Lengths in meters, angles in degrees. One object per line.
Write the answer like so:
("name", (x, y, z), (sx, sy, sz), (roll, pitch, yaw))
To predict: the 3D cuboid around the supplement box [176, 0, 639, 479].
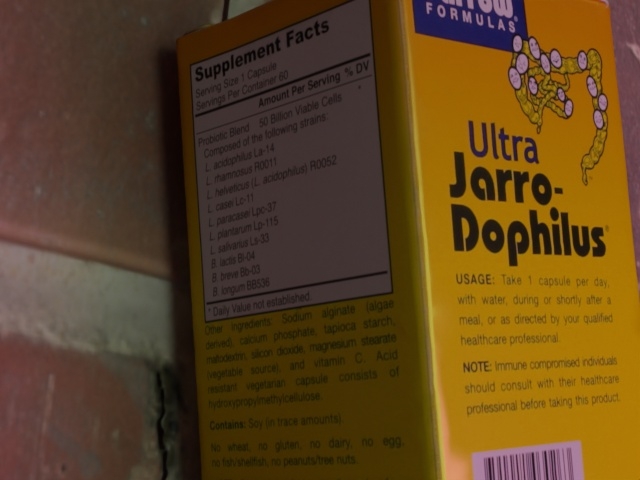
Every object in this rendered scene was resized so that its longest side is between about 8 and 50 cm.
("supplement box", (0.056, 0.036, 0.765), (0.195, 0.194, 0.356), (3, 81, -43))
